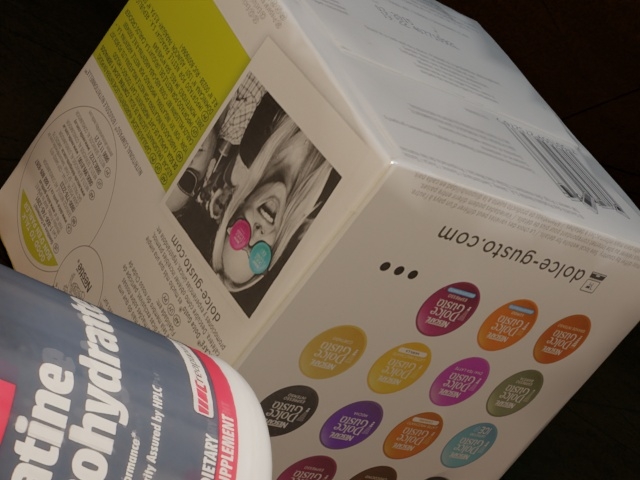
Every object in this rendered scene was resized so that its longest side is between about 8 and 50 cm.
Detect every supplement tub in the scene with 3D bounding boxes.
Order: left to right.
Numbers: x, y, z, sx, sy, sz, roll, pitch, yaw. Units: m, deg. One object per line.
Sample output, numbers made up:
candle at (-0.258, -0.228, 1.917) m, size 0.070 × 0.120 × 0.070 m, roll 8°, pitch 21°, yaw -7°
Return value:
supplement tub at (-0.178, 0.103, 0.768) m, size 0.272 × 0.191 × 0.191 m, roll 26°, pitch 26°, yaw -31°

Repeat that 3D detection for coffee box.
coffee box at (0.000, 0.000, 1.267) m, size 0.338 × 0.334 × 0.338 m, roll 17°, pitch 30°, yaw -42°
